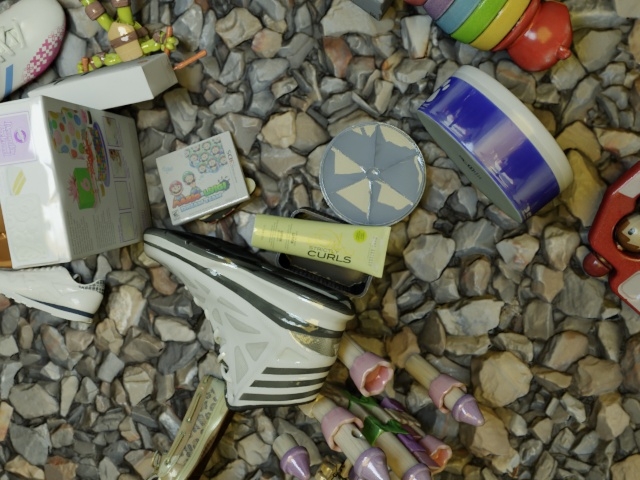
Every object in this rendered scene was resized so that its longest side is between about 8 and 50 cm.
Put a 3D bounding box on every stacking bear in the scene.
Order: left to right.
[{"bbox_3d":[0.305,-0.403,0.976,0.289,0.175,0.164,32,95,-8],"label":"stacking bear"}]

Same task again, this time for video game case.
[{"bbox_3d":[-0.225,-0.118,1.081,0.157,0.019,0.143,-20,76,6],"label":"video game case"}]

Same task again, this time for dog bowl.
[{"bbox_3d":[0.285,-0.157,0.946,0.104,0.265,0.265,-42,93,9],"label":"dog bowl"}]

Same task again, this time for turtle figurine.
[{"bbox_3d":[-0.349,-0.382,1.039,0.269,0.087,0.217,-10,119,21],"label":"turtle figurine"}]

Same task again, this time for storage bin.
[{"bbox_3d":[0.018,0.020,1.073,0.180,0.084,0.122,21,97,0],"label":"storage bin"}]

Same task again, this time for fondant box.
[{"bbox_3d":[-0.402,-0.097,0.960,0.096,0.330,0.238,-7,96,4],"label":"fondant box"}]

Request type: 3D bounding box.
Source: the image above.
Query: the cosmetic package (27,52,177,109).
[{"bbox_3d":[-0.385,-0.272,1.007,0.239,0.099,0.060,-6,121,18],"label":"cosmetic package"}]

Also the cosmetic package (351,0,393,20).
[{"bbox_3d":[0.134,-0.520,0.983,0.107,0.127,0.238,37,95,-2],"label":"cosmetic package"}]

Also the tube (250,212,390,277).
[{"bbox_3d":[0.000,0.000,1.002,0.240,0.062,0.070,10,138,-3],"label":"tube"}]

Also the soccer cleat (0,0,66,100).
[{"bbox_3d":[-0.603,-0.323,1.033,0.116,0.143,0.331,44,92,-2],"label":"soccer cleat"}]

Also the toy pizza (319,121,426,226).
[{"bbox_3d":[0.098,-0.123,1.070,0.201,0.032,0.201,0,87,1],"label":"toy pizza"}]

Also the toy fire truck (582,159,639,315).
[{"bbox_3d":[0.621,0.016,1.010,0.302,0.169,0.254,40,116,-1],"label":"toy fire truck"}]

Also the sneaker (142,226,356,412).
[{"bbox_3d":[-0.175,0.145,0.991,0.447,0.169,0.258,22,96,29],"label":"sneaker"}]

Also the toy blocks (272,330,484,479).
[{"bbox_3d":[0.115,0.363,0.968,0.288,0.260,0.309,23,99,-40],"label":"toy blocks"}]

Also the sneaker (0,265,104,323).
[{"bbox_3d":[-0.545,0.091,1.124,0.235,0.090,0.095,18,80,1],"label":"sneaker"}]

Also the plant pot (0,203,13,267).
[{"bbox_3d":[-0.594,-0.093,1.012,0.290,0.203,0.291,0,88,8],"label":"plant pot"}]

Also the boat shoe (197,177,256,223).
[{"bbox_3d":[-0.181,-0.077,1.096,0.133,0.042,0.049,-31,69,5],"label":"boat shoe"}]

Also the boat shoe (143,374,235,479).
[{"bbox_3d":[-0.255,0.395,1.081,0.089,0.105,0.285,25,57,10],"label":"boat shoe"}]
